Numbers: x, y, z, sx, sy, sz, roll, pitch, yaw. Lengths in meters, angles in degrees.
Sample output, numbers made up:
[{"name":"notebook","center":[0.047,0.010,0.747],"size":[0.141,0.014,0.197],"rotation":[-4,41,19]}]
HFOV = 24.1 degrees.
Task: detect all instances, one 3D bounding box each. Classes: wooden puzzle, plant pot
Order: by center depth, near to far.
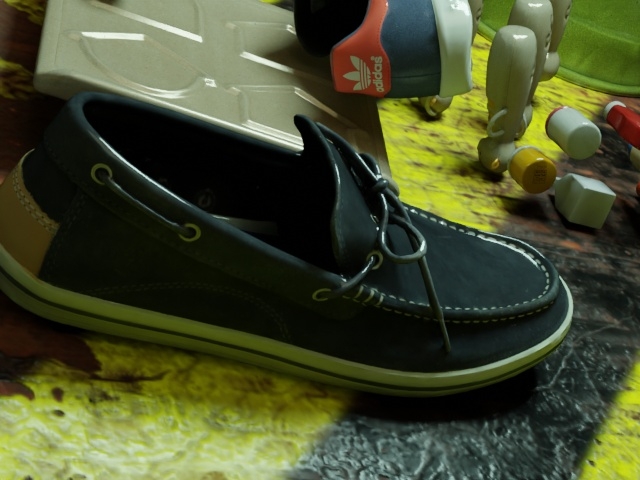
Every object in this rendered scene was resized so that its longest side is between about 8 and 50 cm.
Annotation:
[{"name":"wooden puzzle","center":[-0.102,-0.148,1.369],"size":[0.322,0.080,0.348],"rotation":[18,27,-17]},{"name":"plant pot","center":[0.365,-0.429,1.885],"size":[0.366,0.353,0.366],"rotation":[20,31,-13]}]

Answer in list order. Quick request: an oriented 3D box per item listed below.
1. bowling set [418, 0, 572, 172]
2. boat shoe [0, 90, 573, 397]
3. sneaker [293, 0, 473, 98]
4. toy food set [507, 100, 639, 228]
[{"name":"bowling set","center":[0.155,-0.201,1.616],"size":[0.200,0.154,0.287],"rotation":[15,28,17]},{"name":"boat shoe","center":[0.000,0.000,1.142],"size":[0.500,0.156,0.187],"rotation":[12,32,-27]},{"name":"sneaker","center":[0.042,-0.248,1.436],"size":[0.148,0.131,0.350],"rotation":[-8,33,-4]},{"name":"toy food set","center":[0.292,-0.081,1.544],"size":[0.232,0.111,0.104],"rotation":[12,21,-23]}]
